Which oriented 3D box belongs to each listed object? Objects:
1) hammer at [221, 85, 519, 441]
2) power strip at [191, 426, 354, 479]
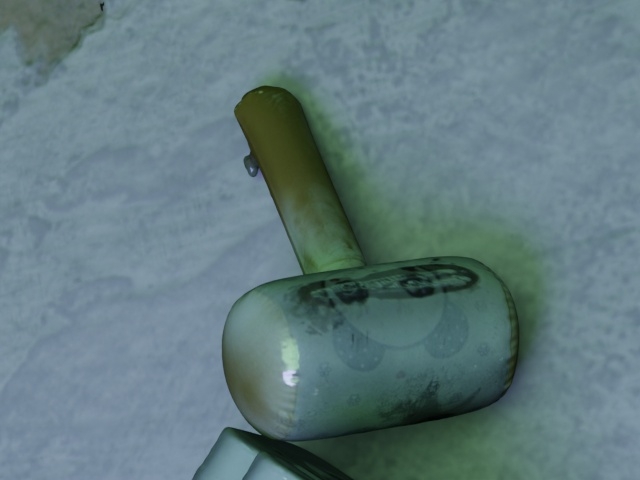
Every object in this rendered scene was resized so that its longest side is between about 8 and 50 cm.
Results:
[{"bbox_3d":[0.000,0.000,1.136,0.305,0.202,0.113,64,146,36],"label":"hammer"},{"bbox_3d":[0.004,0.224,1.013,0.229,0.261,0.141,30,89,23],"label":"power strip"}]
